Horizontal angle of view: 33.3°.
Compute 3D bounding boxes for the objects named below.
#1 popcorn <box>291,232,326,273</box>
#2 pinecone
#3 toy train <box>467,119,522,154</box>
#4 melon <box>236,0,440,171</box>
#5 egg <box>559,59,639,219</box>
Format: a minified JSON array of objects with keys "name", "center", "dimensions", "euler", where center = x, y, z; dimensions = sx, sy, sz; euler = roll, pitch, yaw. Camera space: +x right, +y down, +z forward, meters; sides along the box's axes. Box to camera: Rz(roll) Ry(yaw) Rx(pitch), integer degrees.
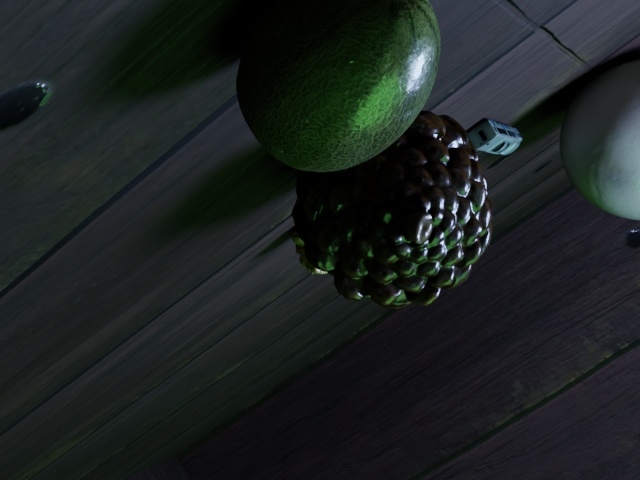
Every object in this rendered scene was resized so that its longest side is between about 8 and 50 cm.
[{"name":"popcorn","center":[0.000,0.000,1.569],"dimensions":[0.084,0.084,0.084],"euler":[-32,170,-6]},{"name":"pinecone","center":[0.079,-0.043,1.202],"dimensions":[0.224,0.224,0.272],"euler":[-34,-166,4]},{"name":"toy train","center":[0.287,-0.164,1.727],"dimensions":[0.043,0.047,0.207],"euler":[-35,169,21]},{"name":"melon","center":[0.009,-0.123,0.800],"dimensions":[0.139,0.139,0.192],"euler":[-25,167,-39]},{"name":"egg","center":[0.561,-0.174,1.861],"dimensions":[0.345,0.283,0.283],"euler":[-15,160,-48]}]
